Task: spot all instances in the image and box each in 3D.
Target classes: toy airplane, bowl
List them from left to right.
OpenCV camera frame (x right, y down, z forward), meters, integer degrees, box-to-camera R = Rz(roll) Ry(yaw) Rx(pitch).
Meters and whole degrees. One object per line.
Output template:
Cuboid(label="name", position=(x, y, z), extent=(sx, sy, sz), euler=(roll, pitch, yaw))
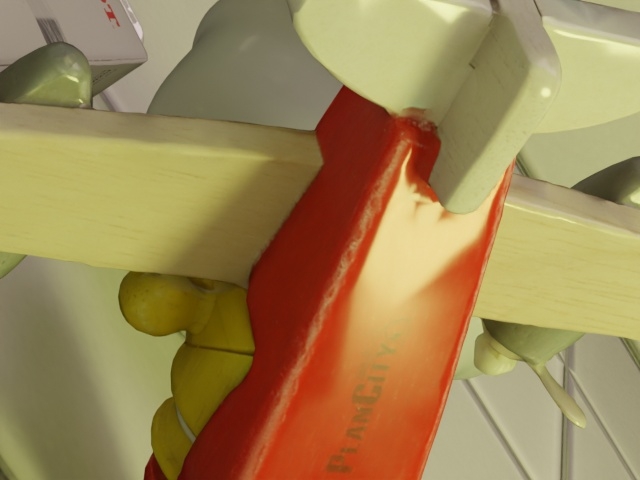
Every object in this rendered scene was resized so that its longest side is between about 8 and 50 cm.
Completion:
Cuboid(label="bowl", position=(-0.023, 0.002, 1.112), extent=(0.298, 0.134, 0.298), euler=(37, -31, 26))
Cuboid(label="toy airplane", position=(0.000, 0.000, 0.858), extent=(0.386, 0.384, 0.272), euler=(59, -4, -33))

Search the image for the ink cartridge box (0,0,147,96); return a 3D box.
Cuboid(label="ink cartridge box", position=(-0.227, -0.150, 0.893), extent=(0.207, 0.117, 0.283), euler=(62, 18, 3))
